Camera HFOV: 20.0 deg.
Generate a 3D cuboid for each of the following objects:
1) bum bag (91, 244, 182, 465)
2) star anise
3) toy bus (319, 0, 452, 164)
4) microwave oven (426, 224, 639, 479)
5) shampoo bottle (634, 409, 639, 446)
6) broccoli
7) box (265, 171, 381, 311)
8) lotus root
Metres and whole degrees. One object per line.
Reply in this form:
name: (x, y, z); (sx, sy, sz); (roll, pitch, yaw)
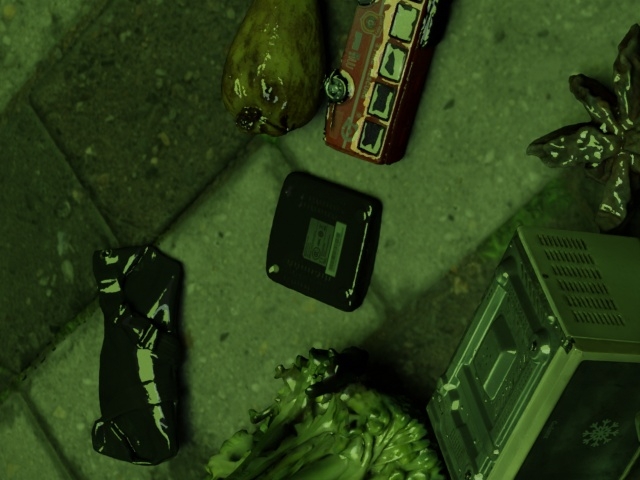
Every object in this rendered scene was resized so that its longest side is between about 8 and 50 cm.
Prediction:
bum bag: (-0.210, 0.131, 2.056); (0.123, 0.060, 0.248); (-1, 96, 35)
star anise: (0.307, -0.083, 1.657); (0.231, 0.089, 0.209); (25, 111, 30)
toy bus: (0.069, -0.195, 1.817); (0.096, 0.073, 0.235); (25, 111, 19)
microwave oven: (0.210, 0.126, 1.663); (0.194, 0.145, 0.240); (-112, 34, -44)
shampoo bottle: (0.334, 0.266, 1.548); (0.085, 0.085, 0.262); (-9, 96, 35)
broccoli: (-0.025, 0.229, 1.834); (0.263, 0.243, 0.247); (19, 121, 36)
box: (0.000, 0.000, 1.914); (0.125, 0.027, 0.126); (20, 108, 30)
lotus root: (-0.039, -0.201, 1.876); (0.108, 0.094, 0.190); (15, 98, 7)
